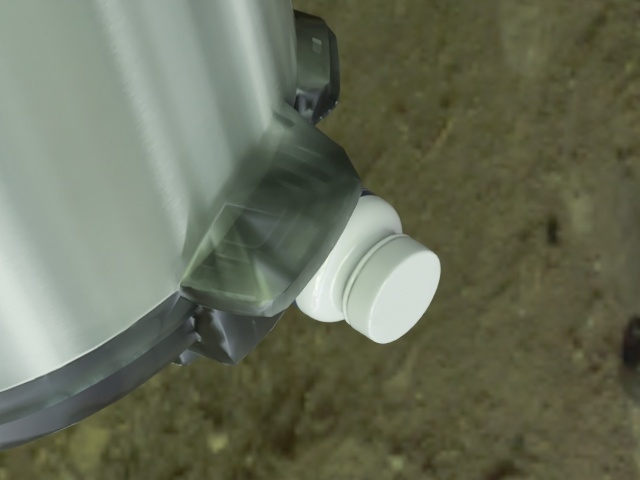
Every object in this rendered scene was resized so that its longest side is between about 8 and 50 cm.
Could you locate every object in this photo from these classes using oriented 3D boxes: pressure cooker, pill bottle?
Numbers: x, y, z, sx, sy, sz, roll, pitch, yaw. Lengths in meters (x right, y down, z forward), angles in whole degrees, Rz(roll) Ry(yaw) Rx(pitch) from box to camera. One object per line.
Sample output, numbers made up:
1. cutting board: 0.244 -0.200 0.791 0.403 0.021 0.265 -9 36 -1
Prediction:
1. pressure cooker: -0.190 -0.107 0.686 0.420 0.376 0.369 78 171 -53
2. pill bottle: 0.000 0.000 1.258 0.187 0.112 0.112 33 123 31
